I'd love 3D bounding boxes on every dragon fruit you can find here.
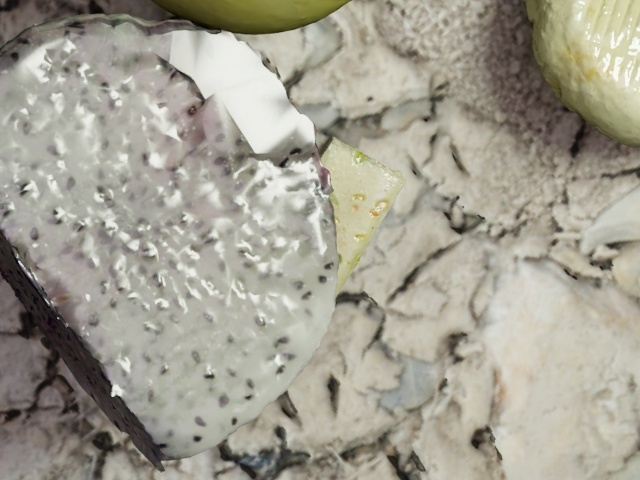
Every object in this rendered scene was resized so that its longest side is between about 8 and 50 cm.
[{"bbox_3d":[-0.118,-0.017,0.880,0.204,0.221,0.283,-36,100,-17],"label":"dragon fruit"}]

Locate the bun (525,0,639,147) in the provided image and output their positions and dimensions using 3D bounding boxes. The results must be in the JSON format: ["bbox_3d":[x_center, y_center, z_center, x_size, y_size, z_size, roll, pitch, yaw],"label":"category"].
[{"bbox_3d":[0.233,-0.145,0.936,0.188,0.111,0.164,19,80,-8],"label":"bun"}]

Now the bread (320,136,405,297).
[{"bbox_3d":[0.000,0.000,0.984,0.068,0.028,0.153,31,96,-7],"label":"bread"}]

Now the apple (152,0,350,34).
[{"bbox_3d":[-0.038,-0.281,0.809,0.292,0.292,0.254,-44,117,5],"label":"apple"}]
